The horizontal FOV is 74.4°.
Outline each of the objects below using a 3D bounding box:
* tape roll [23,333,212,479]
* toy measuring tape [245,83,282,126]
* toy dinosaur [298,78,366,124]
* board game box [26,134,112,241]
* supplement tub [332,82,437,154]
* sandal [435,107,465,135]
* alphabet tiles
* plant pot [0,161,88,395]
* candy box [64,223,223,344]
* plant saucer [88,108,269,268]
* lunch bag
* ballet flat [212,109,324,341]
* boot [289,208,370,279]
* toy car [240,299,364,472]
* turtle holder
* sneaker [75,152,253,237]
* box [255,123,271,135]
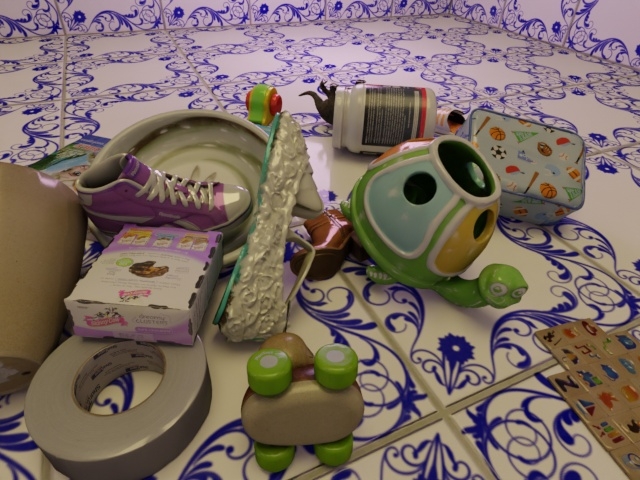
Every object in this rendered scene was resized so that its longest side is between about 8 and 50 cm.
[{"bbox_3d":[-0.260,0.201,0.568,0.218,0.073,0.219,1,39,-1],"label":"tape roll"},{"bbox_3d":[-0.202,-0.414,1.327,0.121,0.122,0.330,12,39,11],"label":"toy measuring tape"},{"bbox_3d":[0.066,-0.420,1.336,0.312,0.161,0.121,5,36,15],"label":"toy dinosaur"},{"bbox_3d":[-0.520,-0.136,0.990,0.318,0.066,0.318,12,39,12],"label":"board game box"},{"bbox_3d":[0.174,-0.337,1.187,0.271,0.191,0.191,5,38,2],"label":"supplement tub"},{"bbox_3d":[0.435,-0.378,1.348,0.101,0.076,0.265,-27,47,-33],"label":"sandal"},{"bbox_3d":[0.451,0.217,0.640,0.198,0.009,0.237,-9,39,-14],"label":"alphabet tiles"},{"bbox_3d":[-0.476,0.073,0.611,0.256,0.257,0.274,-12,56,-18],"label":"plant pot"},{"bbox_3d":[-0.249,0.058,0.639,0.164,0.070,0.196,6,33,-2],"label":"candy box"},{"bbox_3d":[-0.259,-0.095,0.869,0.399,0.101,0.401,2,60,-4],"label":"plant saucer"},{"bbox_3d":[0.457,-0.175,0.976,0.302,0.115,0.244,15,67,-2],"label":"lunch bag"},{"bbox_3d":[-0.068,-0.022,0.727,0.146,0.147,0.410,10,72,9],"label":"ballet flat"},{"bbox_3d":[0.000,0.000,0.848,0.196,0.073,0.152,-12,38,-29],"label":"boot"},{"bbox_3d":[-0.029,0.173,0.569,0.148,0.155,0.188,-3,26,-7],"label":"toy car"},{"bbox_3d":[0.193,-0.032,0.735,0.243,0.227,0.321,8,58,-22],"label":"turtle holder"},{"bbox_3d":[-0.256,-0.077,0.711,0.281,0.161,0.102,-8,60,-12],"label":"sneaker"},{"bbox_3d":[-0.196,-0.237,1.143,0.100,0.060,0.244,16,40,17],"label":"box"}]
